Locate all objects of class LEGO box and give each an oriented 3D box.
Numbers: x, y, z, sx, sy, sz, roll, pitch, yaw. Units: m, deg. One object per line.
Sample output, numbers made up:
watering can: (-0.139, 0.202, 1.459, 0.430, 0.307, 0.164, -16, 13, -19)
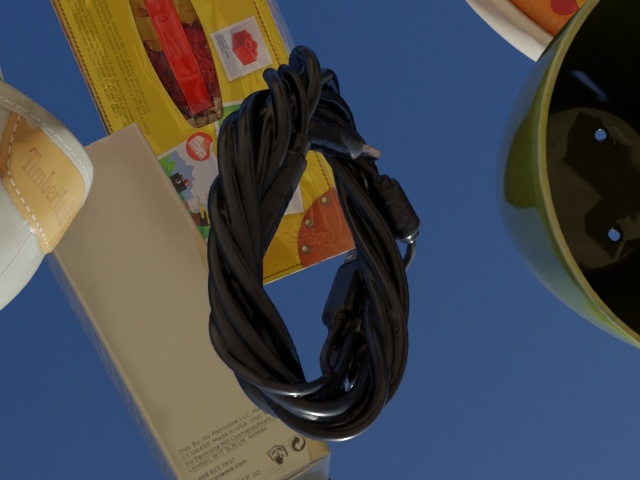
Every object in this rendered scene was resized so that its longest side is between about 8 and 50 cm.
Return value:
LEGO box: (-0.132, -0.203, 1.553, 0.193, 0.372, 0.500, -22, -87, 3)

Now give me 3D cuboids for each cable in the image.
cable: (0.000, 0.000, 0.640, 0.184, 0.047, 0.150, -57, -45, -56)

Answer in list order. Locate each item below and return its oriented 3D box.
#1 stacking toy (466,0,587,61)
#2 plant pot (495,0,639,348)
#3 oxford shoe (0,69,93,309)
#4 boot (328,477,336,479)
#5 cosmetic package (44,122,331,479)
stacking toy: (0.333, -0.387, 1.270, 0.351, 0.480, 0.350, 19, -132, -23)
plant pot: (0.234, -0.047, 1.018, 0.275, 0.293, 0.274, 0, -92, -11)
oxford shoe: (-0.250, -0.124, 0.734, 0.130, 0.169, 0.449, -37, -121, -9)
boot: (0.105, 0.367, 1.306, 0.284, 0.138, 0.377, 5, -145, -15)
cosmetic package: (-0.116, 0.082, 1.168, 0.113, 0.160, 0.309, -27, -108, -12)
